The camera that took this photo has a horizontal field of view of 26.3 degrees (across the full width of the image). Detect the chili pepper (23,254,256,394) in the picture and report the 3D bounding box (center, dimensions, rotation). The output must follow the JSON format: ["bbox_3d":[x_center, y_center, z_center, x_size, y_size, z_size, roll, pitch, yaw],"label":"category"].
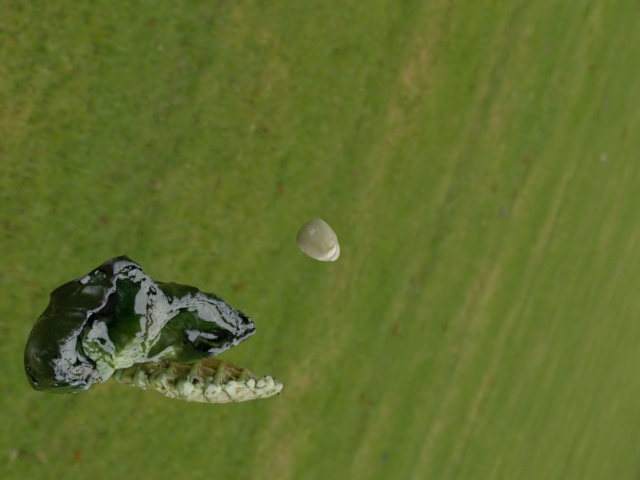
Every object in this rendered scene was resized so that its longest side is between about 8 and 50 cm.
[{"bbox_3d":[-0.210,0.088,1.432,0.265,0.148,0.116,-8,77,-53],"label":"chili pepper"}]

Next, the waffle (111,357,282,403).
[{"bbox_3d":[-0.169,0.182,1.820,0.214,0.208,0.054,7,93,-45],"label":"waffle"}]

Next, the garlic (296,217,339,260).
[{"bbox_3d":[0.000,0.001,1.531,0.041,0.053,0.083,-53,170,0],"label":"garlic"}]
